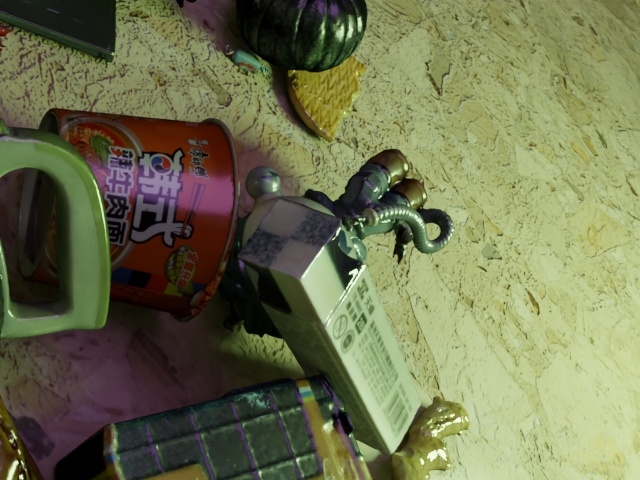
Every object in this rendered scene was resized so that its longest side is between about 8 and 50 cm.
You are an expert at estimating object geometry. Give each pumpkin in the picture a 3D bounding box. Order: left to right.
[{"bbox_3d":[-0.030,-0.375,1.428,0.220,0.162,0.221,11,46,-12],"label":"pumpkin"}]

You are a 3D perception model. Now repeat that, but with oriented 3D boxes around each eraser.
[{"bbox_3d":[0.024,0.121,1.061,0.098,0.096,0.404,-54,143,-25],"label":"eraser"}]

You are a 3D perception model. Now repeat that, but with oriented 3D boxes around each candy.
[{"bbox_3d":[-0.119,-0.291,1.418,0.083,0.020,0.030,22,48,-29],"label":"candy"}]

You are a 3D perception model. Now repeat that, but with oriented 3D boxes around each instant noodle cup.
[{"bbox_3d":[-0.230,-0.036,1.004,0.192,0.250,0.250,8,59,-29],"label":"instant noodle cup"}]

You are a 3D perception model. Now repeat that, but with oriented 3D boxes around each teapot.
[{"bbox_3d":[-0.357,0.009,0.758,0.321,0.239,0.239,10,18,-5],"label":"teapot"}]

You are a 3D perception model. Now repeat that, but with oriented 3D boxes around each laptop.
[{"bbox_3d":[-0.380,-0.341,1.207,0.207,0.026,0.154,17,54,-35],"label":"laptop"}]

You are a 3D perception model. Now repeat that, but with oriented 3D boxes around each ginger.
[{"bbox_3d":[0.142,0.316,1.238,0.089,0.075,0.288,56,38,-7],"label":"ginger"}]

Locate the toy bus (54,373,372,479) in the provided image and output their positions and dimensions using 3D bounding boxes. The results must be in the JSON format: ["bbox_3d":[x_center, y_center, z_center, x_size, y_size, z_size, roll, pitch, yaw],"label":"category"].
[{"bbox_3d":[-0.109,0.273,0.962,0.323,0.162,0.194,-6,66,-43],"label":"toy bus"}]

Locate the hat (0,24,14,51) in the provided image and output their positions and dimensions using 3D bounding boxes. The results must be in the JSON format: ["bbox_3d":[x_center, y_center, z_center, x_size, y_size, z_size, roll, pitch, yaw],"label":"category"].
[{"bbox_3d":[-0.444,-0.164,0.997,0.140,0.128,0.228,27,64,-57],"label":"hat"}]

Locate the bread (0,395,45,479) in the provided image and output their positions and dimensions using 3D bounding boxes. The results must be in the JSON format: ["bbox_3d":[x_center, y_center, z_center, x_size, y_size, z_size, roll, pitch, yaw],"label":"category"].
[{"bbox_3d":[-0.358,0.261,0.734,0.324,0.167,0.277,-25,83,-49],"label":"bread"}]

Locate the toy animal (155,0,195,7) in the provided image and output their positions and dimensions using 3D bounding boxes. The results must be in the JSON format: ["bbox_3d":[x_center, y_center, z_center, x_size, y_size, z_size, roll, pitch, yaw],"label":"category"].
[{"bbox_3d":[-0.321,-0.437,1.265,0.324,0.090,0.195,34,15,-15],"label":"toy animal"}]

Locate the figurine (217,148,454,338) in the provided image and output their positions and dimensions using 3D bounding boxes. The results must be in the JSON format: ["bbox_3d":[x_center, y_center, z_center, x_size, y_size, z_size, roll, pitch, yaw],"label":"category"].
[{"bbox_3d":[-0.003,-0.002,1.224,0.261,0.186,0.382,49,46,2],"label":"figurine"}]

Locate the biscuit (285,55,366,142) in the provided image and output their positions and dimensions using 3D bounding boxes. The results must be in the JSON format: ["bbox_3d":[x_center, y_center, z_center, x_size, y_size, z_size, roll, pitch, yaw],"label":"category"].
[{"bbox_3d":[0.001,-0.268,1.505,0.144,0.033,0.224,35,45,-15],"label":"biscuit"}]
